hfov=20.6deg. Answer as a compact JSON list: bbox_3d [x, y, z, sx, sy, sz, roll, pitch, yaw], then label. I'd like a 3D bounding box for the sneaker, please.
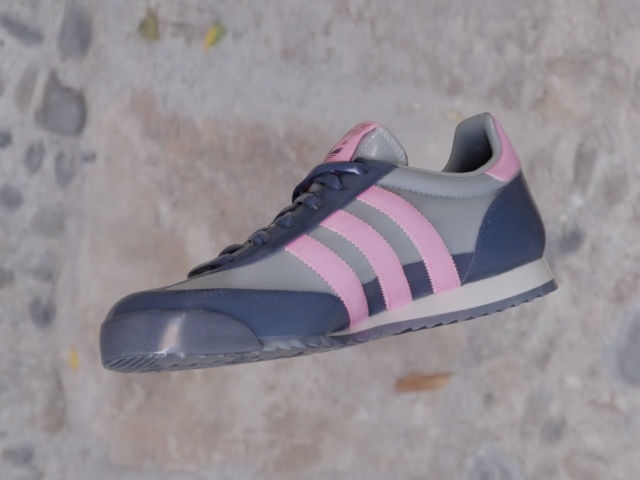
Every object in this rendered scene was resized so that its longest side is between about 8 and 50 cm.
[{"bbox_3d":[0.000,0.000,1.044,0.319,0.112,0.131,-11,89,-39],"label":"sneaker"}]
